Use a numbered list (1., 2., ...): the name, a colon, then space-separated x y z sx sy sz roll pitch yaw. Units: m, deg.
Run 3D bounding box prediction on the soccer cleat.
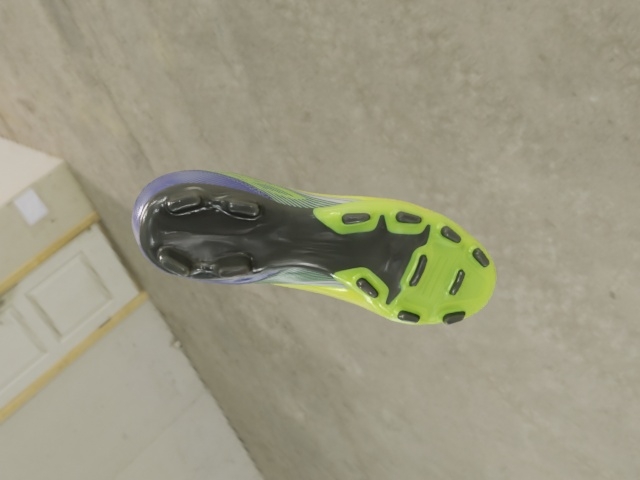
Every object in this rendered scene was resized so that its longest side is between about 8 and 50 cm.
1. soccer cleat: 0.000 -0.001 0.631 0.289 0.093 0.121 10 -169 -17
